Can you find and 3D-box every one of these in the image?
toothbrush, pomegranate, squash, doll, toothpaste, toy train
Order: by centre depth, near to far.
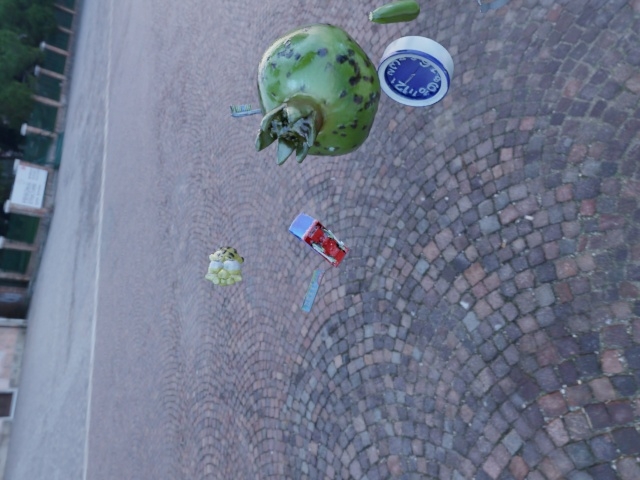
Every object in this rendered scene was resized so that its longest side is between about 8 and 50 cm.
[{"bbox_3d":[-0.006,-0.223,0.768,0.231,0.230,0.286,-29,45,48],"label":"pomegranate"},{"bbox_3d":[-0.079,-0.441,1.379,0.035,0.413,0.042,-104,3,-61],"label":"toothbrush"},{"bbox_3d":[-0.300,0.077,1.391,0.291,0.117,0.086,-124,36,-74],"label":"doll"},{"bbox_3d":[0.242,-0.739,1.440,0.066,0.201,0.066,45,148,40],"label":"squash"},{"bbox_3d":[0.000,0.000,1.480,0.131,0.204,0.083,30,81,42],"label":"toy train"},{"bbox_3d":[-0.034,0.224,1.984,0.070,0.044,0.194,-33,-37,-81],"label":"toothpaste"}]

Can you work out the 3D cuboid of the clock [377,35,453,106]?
[{"bbox_3d":[0.296,-0.527,1.391,0.230,0.230,0.083,-7,58,54],"label":"clock"}]

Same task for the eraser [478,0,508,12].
[{"bbox_3d":[0.395,-0.668,0.973,0.087,0.290,0.171,15,85,22],"label":"eraser"}]
